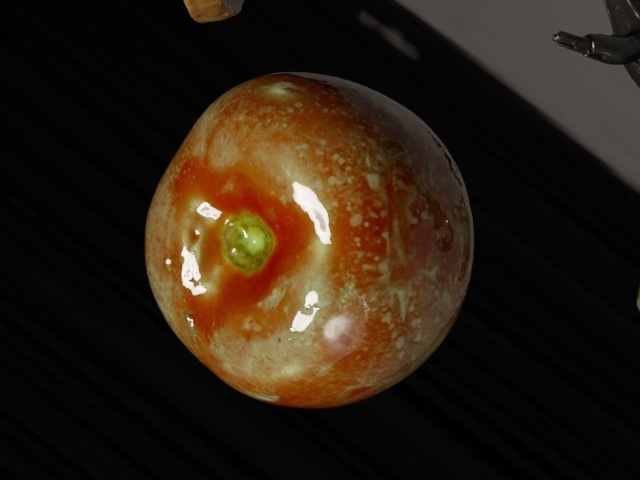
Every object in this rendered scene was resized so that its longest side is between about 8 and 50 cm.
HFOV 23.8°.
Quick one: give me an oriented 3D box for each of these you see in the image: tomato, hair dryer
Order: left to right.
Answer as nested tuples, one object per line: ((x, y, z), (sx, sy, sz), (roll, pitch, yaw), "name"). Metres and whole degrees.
((0.000, 0.000, 1.234), (0.222, 0.270, 0.270), (-1, -47, -50), "tomato")
((0.314, -0.236, 1.676), (0.219, 0.195, 0.075), (-7, -24, -49), "hair dryer")

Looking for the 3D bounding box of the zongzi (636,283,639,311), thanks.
((0.422, -0.014, 1.438), (0.242, 0.112, 0.221), (-16, 38, 36), "zongzi")

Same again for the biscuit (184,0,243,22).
((-0.126, -0.421, 1.649), (0.385, 0.062, 0.365), (71, -160, -78), "biscuit")
